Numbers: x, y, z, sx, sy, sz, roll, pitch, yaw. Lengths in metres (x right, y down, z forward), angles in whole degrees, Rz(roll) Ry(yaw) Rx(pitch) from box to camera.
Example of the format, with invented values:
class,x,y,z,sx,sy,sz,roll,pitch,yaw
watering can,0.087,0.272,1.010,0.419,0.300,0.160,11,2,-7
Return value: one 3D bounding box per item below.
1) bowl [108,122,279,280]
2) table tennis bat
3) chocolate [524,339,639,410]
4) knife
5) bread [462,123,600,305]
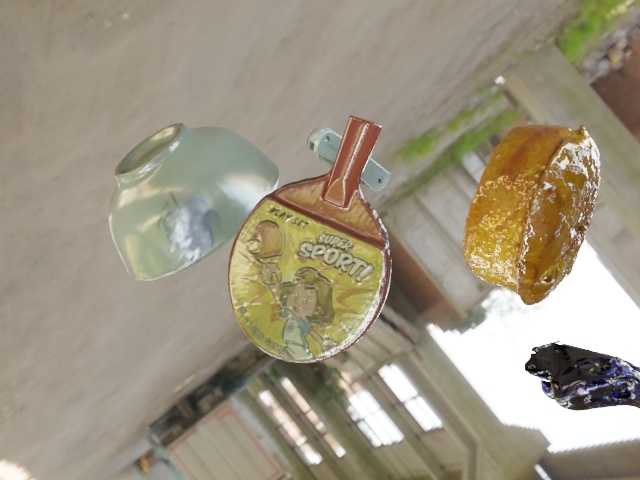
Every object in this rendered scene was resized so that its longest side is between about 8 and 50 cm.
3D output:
class,x,y,z,sx,sy,sz,roll,pitch,yaw
bowl,-0.220,-0.086,1.515,0.289,0.146,0.289,-28,-153,15
table tennis bat,0.000,0.000,1.190,0.310,0.200,0.038,-69,168,11
chocolate,0.457,0.213,1.415,0.126,0.343,0.148,115,-17,-44
knife,0.037,-0.101,1.281,0.162,0.023,0.044,29,86,-49
bread,0.356,-0.044,1.650,0.312,0.172,0.312,-43,142,-46
